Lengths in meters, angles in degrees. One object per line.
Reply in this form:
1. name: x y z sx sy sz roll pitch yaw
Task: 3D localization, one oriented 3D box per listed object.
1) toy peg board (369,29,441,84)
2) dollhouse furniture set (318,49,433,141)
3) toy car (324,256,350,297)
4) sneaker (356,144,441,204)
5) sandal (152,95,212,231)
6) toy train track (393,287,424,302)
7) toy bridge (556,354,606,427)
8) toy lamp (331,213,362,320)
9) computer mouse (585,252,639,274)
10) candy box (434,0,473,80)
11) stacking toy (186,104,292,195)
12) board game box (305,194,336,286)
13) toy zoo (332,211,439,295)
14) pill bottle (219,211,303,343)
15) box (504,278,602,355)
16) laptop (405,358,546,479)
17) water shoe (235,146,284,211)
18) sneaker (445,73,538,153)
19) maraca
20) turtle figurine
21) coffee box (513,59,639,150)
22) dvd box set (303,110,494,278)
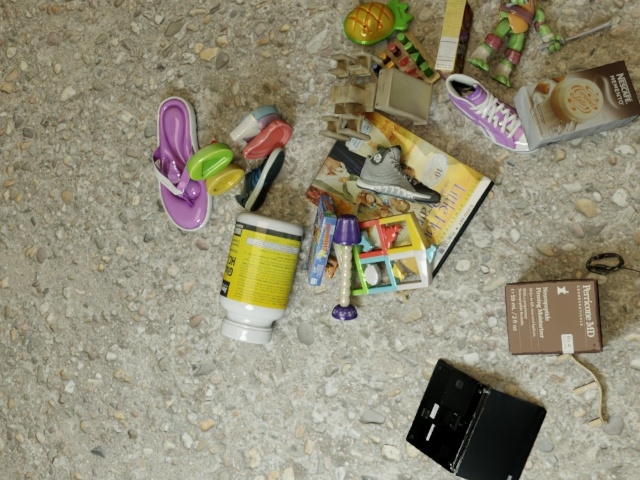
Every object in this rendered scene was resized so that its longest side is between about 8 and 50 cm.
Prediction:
1. toy peg board: 0.211 -0.457 1.929 0.160 0.079 0.161 -38 73 15
2. dollhouse furniture set: 0.142 -0.363 1.873 0.242 0.160 0.212 6 88 47
3. toy car: 0.047 0.101 1.971 0.060 0.040 0.122 -48 71 12
4. sneaker: 0.205 -0.173 1.840 0.228 0.086 0.132 15 90 24
5. sandal: -0.433 -0.228 2.157 0.169 0.102 0.417 -15 80 20
6. toy train track: 0.234 0.134 1.909 0.083 0.014 0.048 -20 72 14
7. toy bridge: 0.630 0.350 1.725 0.063 0.026 0.188 -27 77 17
8. toy lamp: 0.066 0.069 1.881 0.080 0.080 0.275 8 108 22
9. computer mouse: 0.746 0.076 1.699 0.242 0.041 0.071 15 93 29
10. candy box: 0.344 -0.511 1.864 0.053 0.109 0.187 12 91 22
11. stacking toy: -0.250 -0.277 1.997 0.309 0.279 0.130 -37 75 11
12. board game box: 0.000 0.000 1.914 0.035 0.136 0.201 8 117 -9
13. toy zoo: 0.171 0.036 1.868 0.293 0.030 0.193 -11 98 36
14. pill bottle: -0.169 0.101 1.979 0.187 0.188 0.334 13 90 22
15. box: 0.544 0.177 1.697 0.203 0.167 0.169 -5 84 21
16. laptop: 0.384 0.463 1.823 0.264 0.136 0.235 25 95 47
17. water shoe: -0.177 -0.183 2.066 0.080 0.073 0.203 31 98 20
18. sneaker: 0.420 -0.313 1.791 0.282 0.161 0.102 36 98 19
19. maraca: 0.153 -0.589 1.955 0.185 0.099 0.127 -17 71 3
20. turtle figurine: 0.501 -0.507 1.755 0.274 0.197 0.266 37 103 24
21. coffee box: 0.600 -0.316 1.709 0.246 0.098 0.141 -15 81 -1
22. dvd box set: 0.197 -0.131 1.918 0.420 0.062 0.308 35 100 21
